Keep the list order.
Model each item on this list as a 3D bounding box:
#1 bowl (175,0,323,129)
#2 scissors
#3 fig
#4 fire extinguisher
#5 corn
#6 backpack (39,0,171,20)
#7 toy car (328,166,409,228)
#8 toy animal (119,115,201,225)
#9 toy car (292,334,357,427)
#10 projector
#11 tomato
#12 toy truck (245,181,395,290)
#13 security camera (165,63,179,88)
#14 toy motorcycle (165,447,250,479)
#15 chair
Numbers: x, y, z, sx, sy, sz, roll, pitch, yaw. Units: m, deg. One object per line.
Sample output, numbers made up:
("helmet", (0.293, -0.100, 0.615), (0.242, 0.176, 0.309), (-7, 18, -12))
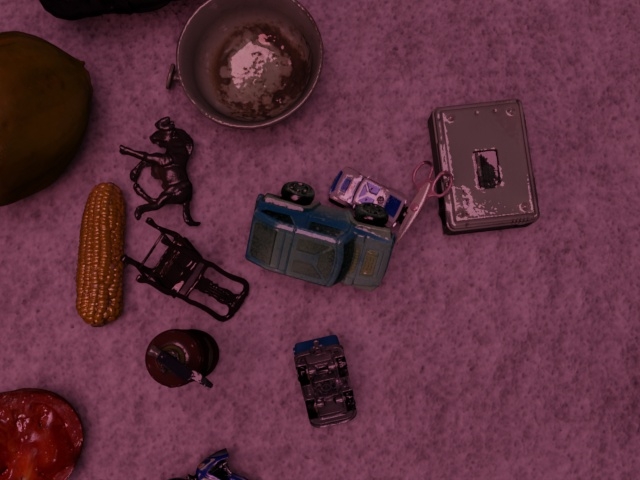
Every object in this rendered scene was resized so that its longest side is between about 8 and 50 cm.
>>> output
("bowl", (-0.136, -0.350, 1.631), (0.289, 0.146, 0.289), (0, 85, 1))
("scissors", (0.190, -0.069, 1.594), (0.085, 0.022, 0.176), (32, 96, 24))
("fig", (-0.601, -0.241, 1.544), (0.343, 0.343, 0.343), (0, 83, 0))
("fire extinguisher", (-0.239, 0.220, 1.464), (0.138, 0.344, 0.102), (31, 85, 3))
("corn", (-0.434, 0.027, 1.616), (0.101, 0.101, 0.292), (3, 80, 0))
("backpack", (-0.355, -0.600, 1.587), (0.445, 0.255, 0.363), (-3, 61, -2))
("toy car", (0.103, -0.084, 1.637), (0.170, 0.070, 0.080), (27, 83, 4))
("toy animal", (-0.315, -0.134, 1.638), (0.148, 0.084, 0.233), (-16, 80, -3))
("toy car", (0.007, 0.264, 1.577), (0.097, 0.100, 0.191), (-12, 117, -1))
("projector", (0.325, -0.148, 1.630), (0.192, 0.099, 0.257), (-6, 83, 1))
("tomato", (-0.586, 0.379, 1.552), (0.233, 0.139, 0.200), (2, 90, -34))
("toy truck", (0.000, 0.000, 1.562), (0.279, 0.156, 0.155), (16, 121, 3))
("security camera", (-0.270, -0.331, 1.683), (0.092, 0.058, 0.058), (14, 83, -10))
("toy motorcycle", (-0.154, 0.506, 1.552), (0.315, 0.113, 0.169), (26, 75, -6))
("chair", (-0.264, 0.064, 1.612), (0.229, 0.113, 0.106), (33, 94, -38))
